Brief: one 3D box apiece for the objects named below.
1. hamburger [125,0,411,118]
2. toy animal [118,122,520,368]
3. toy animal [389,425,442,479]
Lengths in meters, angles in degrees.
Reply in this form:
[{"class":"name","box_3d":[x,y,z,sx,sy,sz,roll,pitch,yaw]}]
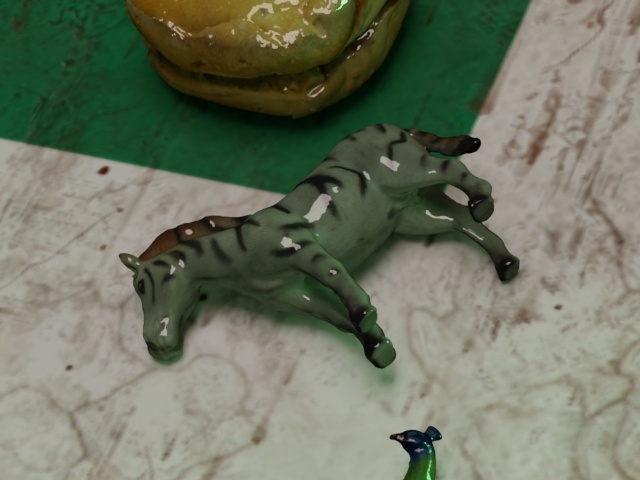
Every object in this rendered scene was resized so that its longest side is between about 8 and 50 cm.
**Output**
[{"class":"hamburger","box_3d":[-0.031,-0.189,1.431,0.214,0.108,0.213,-7,49,9]},{"class":"toy animal","box_3d":[0.004,0.012,1.277,0.255,0.090,0.170,-23,46,-8]},{"class":"toy animal","box_3d":[0.080,0.204,1.133,0.075,0.041,0.217,-24,55,-8]}]
